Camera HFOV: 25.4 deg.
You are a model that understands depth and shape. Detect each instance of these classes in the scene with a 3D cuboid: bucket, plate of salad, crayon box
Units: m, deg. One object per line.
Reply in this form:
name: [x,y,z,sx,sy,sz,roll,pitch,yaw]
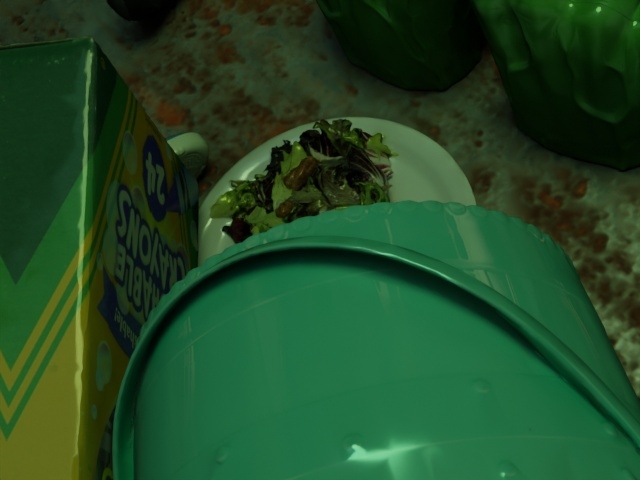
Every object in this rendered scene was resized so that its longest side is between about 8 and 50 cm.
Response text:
bucket: [0.034,0.123,0.688,0.281,0.281,0.183,-19,53,9]
plate of salad: [0.000,0.000,0.898,0.200,0.048,0.199,-10,58,16]
crayon box: [-0.132,0.079,0.783,0.083,0.203,0.322,-4,70,10]

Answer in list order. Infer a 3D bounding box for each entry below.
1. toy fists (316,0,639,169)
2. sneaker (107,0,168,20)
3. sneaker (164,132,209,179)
toy fists: [0.104,-0.151,0.890,0.279,0.142,0.096,28,73,31]
sneaker: [-0.059,-0.279,1.055,0.124,0.107,0.283,19,69,22]
sneaker: [-0.156,-0.050,0.979,0.152,0.058,0.084,-33,63,7]
